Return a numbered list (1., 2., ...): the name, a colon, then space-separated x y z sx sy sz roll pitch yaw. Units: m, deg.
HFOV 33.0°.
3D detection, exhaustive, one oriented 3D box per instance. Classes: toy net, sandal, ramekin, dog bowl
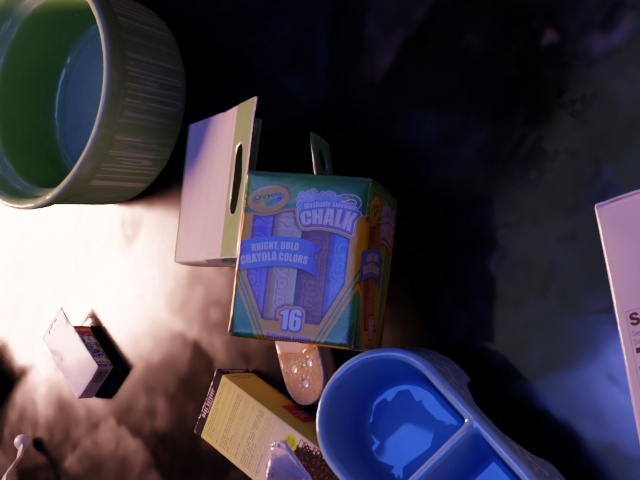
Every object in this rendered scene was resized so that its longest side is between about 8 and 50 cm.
1. toy net: -0.012 0.313 1.093 0.122 0.045 0.232 11 124 50
2. sandal: -0.056 0.068 1.197 0.088 0.079 0.240 -34 66 33
3. ramekin: -0.312 -0.185 1.383 0.303 0.148 0.303 -3 85 39
4. dog bowl: 0.110 0.219 1.017 0.166 0.074 0.297 -45 61 4

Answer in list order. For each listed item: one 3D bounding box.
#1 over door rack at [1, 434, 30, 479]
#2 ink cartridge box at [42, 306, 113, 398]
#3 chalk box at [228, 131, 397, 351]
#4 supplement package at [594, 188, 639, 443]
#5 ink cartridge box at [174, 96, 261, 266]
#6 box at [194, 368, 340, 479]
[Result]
1. over door rack: -0.529 0.334 1.533 0.324 0.108 0.239 45 116 10
2. ink cartridge box: -0.326 0.149 1.448 0.115 0.029 0.063 51 118 31
3. chalk box: 0.000 0.000 1.095 0.132 0.132 0.213 6 86 17
4. supplement package: 0.341 0.099 0.791 0.175 0.177 0.292 -20 69 38
5. ink cartridge box: -0.098 -0.057 1.190 0.235 0.056 0.171 -4 79 65
6. box: -0.036 0.230 1.183 0.232 0.058 0.087 29 106 38
